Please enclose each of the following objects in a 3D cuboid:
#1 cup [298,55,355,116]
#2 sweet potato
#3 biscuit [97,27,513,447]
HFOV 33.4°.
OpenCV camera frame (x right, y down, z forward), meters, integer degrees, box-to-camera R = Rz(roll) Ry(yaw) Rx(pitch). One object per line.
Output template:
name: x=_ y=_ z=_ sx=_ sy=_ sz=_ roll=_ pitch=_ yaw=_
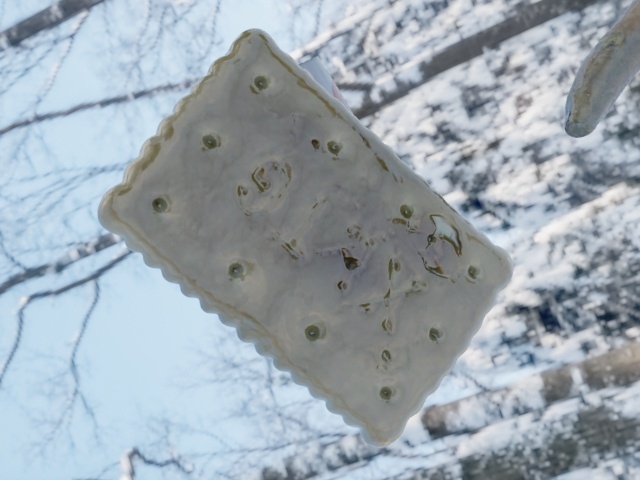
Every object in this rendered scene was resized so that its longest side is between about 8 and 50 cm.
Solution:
cup: x=0.001 y=-0.070 z=1.328 sx=0.288 sy=0.203 sz=0.203 roll=64 pitch=-161 yaw=-7
sweet potato: x=0.348 y=-0.222 z=1.144 sx=0.075 sy=0.273 sz=0.075 roll=43 pitch=-176 yaw=-4
biscuit: x=0.000 y=0.000 z=0.886 sx=0.325 sy=0.217 sz=0.044 roll=42 pitch=163 yaw=-13
